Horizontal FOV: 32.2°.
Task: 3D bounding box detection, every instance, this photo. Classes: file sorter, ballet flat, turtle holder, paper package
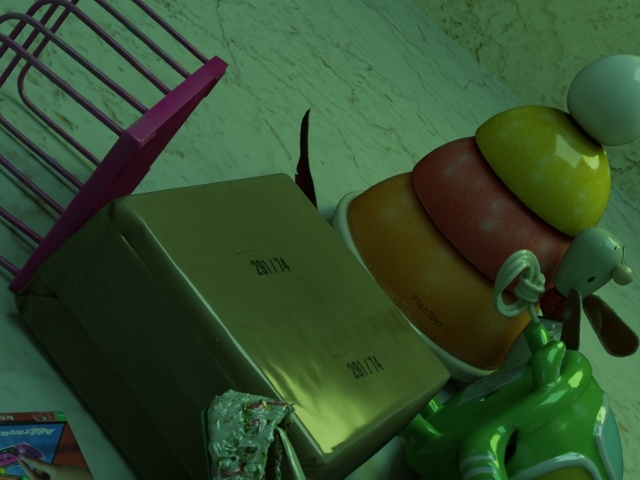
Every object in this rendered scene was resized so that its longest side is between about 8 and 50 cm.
[{"bbox_3d":[-0.254,-0.124,1.102,0.182,0.202,0.290,40,24,-6],"label":"file sorter"},{"bbox_3d":[-0.040,0.230,0.841,0.091,0.077,0.240,47,34,-78],"label":"ballet flat"},{"bbox_3d":[0.234,0.244,1.228,0.227,0.243,0.320,61,-11,-1],"label":"turtle holder"},{"bbox_3d":[-0.069,0.104,1.075,0.309,0.168,0.325,51,23,10],"label":"paper package"}]

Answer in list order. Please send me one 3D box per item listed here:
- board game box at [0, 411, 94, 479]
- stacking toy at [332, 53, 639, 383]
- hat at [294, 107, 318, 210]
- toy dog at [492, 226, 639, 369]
[{"bbox_3d":[-0.268,0.189,0.781,0.281,0.027,0.145,9,43,-54],"label":"board game box"},{"bbox_3d":[0.283,-0.062,1.530,0.351,0.480,0.350,37,25,-21],"label":"stacking toy"},{"bbox_3d":[0.000,0.000,1.333,0.208,0.183,0.173,38,25,-16],"label":"hat"},{"bbox_3d":[0.319,0.163,1.442,0.220,0.333,0.161,-17,41,-38],"label":"toy dog"}]
